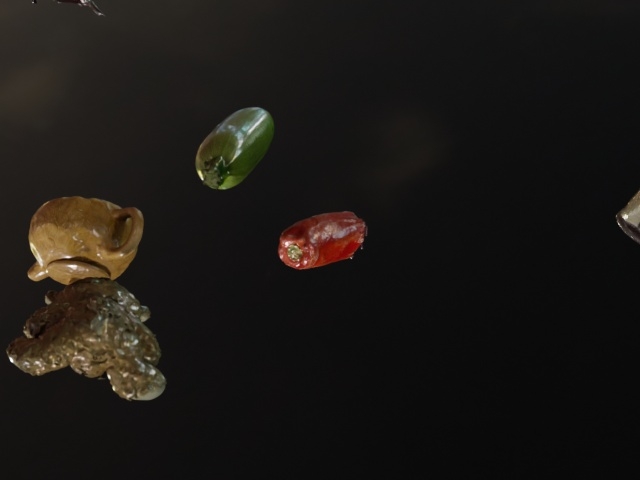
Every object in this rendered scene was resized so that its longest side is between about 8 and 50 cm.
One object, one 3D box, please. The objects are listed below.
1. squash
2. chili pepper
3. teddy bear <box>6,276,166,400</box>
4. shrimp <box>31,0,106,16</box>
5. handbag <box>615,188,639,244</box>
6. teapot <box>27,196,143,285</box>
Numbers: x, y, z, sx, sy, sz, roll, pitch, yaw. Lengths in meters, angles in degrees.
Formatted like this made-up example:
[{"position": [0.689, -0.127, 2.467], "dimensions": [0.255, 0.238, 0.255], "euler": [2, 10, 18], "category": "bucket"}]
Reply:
[{"position": [-0.162, -0.169, 2.364], "dimensions": [0.107, 0.107, 0.395], "euler": [-28, -167, 17], "category": "squash"}, {"position": [0.000, 0.000, 1.774], "dimensions": [0.123, 0.070, 0.073], "euler": [-14, 177, -40], "category": "chili pepper"}, {"position": [-0.385, 0.150, 2.174], "dimensions": [0.256, 0.267, 0.156], "euler": [-127, -127, -74], "category": "teddy bear"}, {"position": [-0.509, -0.511, 2.055], "dimensions": [0.221, 0.411, 0.166], "euler": [-4, -118, 65], "category": "shrimp"}, {"position": [0.529, -0.032, 1.361], "dimensions": [0.162, 0.327, 0.325], "euler": [-40, 167, -32], "category": "handbag"}, {"position": [-0.441, 0.021, 2.401], "dimensions": [0.311, 0.203, 0.167], "euler": [-14, -119, 38], "category": "teapot"}]
